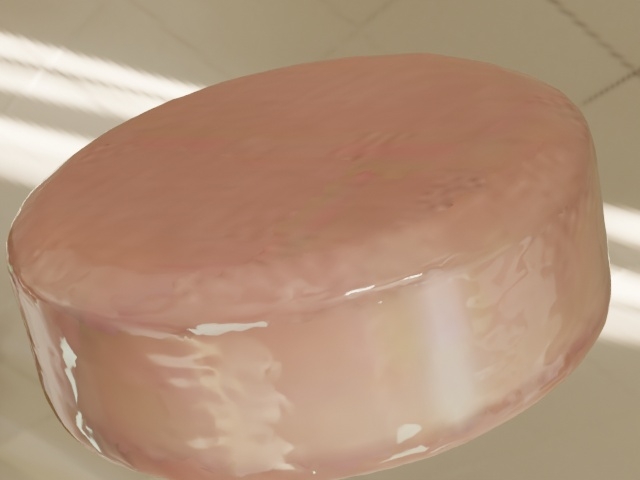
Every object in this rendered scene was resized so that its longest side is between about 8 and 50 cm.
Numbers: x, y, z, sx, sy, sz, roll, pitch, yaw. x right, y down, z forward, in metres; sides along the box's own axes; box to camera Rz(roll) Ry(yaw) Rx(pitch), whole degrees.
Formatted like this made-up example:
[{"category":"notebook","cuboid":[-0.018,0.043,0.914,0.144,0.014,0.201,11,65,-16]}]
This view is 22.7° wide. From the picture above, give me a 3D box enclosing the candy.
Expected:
[{"category":"candy","cuboid":[0.000,0.000,0.658,0.255,0.255,0.094,5,120,32]}]
